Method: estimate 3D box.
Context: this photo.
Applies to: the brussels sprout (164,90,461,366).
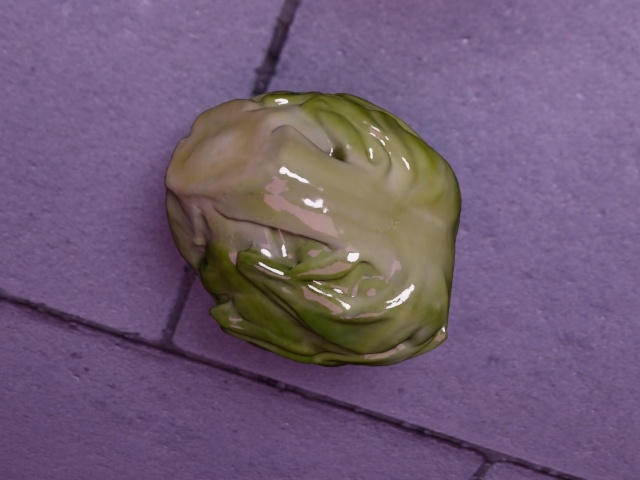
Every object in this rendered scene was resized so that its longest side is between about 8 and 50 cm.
[{"bbox_3d":[0.000,0.000,0.927,0.328,0.247,0.328,3,133,3],"label":"brussels sprout"}]
